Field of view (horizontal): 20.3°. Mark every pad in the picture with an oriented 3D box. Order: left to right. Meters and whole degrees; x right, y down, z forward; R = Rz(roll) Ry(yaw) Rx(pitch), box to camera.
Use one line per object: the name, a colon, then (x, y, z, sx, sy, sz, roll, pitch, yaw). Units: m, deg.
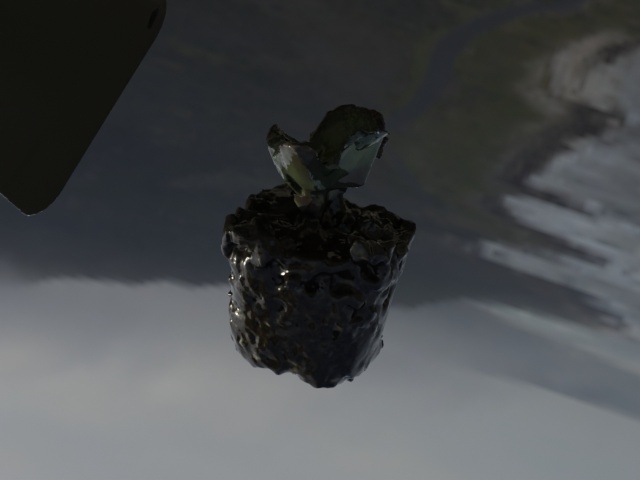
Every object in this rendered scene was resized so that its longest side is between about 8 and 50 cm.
pad: (-0.284, -0.136, 1.802, 0.063, 0.315, 0.375, 32, -178, -36)

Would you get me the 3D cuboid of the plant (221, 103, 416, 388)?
plant: (0.000, 0.000, 1.339, 0.131, 0.203, 0.142, 11, -151, 15)
